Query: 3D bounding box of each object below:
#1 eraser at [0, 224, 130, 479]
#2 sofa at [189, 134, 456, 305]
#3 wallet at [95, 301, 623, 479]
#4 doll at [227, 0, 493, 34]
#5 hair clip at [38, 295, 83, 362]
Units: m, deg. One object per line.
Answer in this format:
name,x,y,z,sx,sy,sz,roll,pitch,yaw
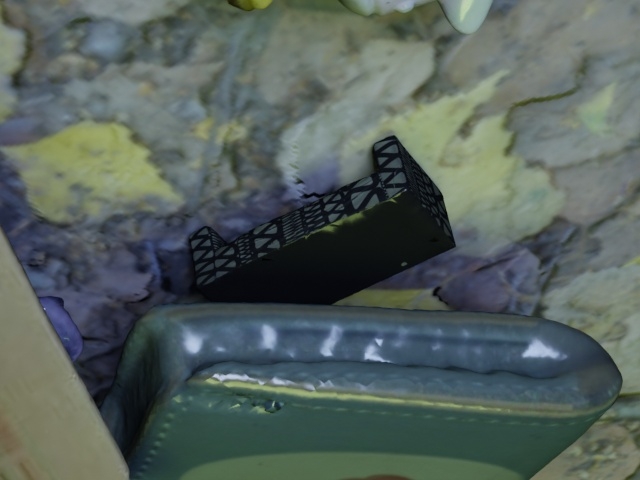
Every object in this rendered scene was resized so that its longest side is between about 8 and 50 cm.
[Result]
eraser,-0.183,0.044,0.561,0.144,0.078,0.343,-32,126,-17
sofa,0.000,0.000,0.686,0.118,0.039,0.060,-26,140,17
wallet,-0.021,0.137,0.791,0.252,0.083,0.360,6,147,-17
doll,0.059,-0.136,0.508,0.207,0.081,0.129,-16,128,1
hair clip,-0.247,0.117,0.729,0.278,0.090,0.137,-36,100,22
